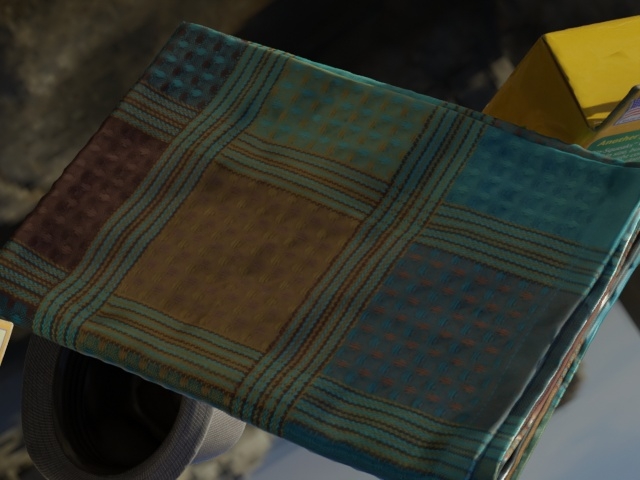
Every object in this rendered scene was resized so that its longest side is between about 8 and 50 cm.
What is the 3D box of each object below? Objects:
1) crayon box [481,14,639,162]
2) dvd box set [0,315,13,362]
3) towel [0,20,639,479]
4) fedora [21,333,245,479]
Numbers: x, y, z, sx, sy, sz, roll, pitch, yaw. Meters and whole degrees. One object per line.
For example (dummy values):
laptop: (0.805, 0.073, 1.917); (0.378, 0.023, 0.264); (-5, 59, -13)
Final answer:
crayon box: (0.205, -0.070, 1.295); (0.203, 0.083, 0.323); (-13, 158, -29)
dvd box set: (-0.342, 0.218, 1.166); (0.062, 0.420, 0.307); (20, 176, -32)
towel: (0.000, 0.000, 1.133); (0.271, 0.370, 0.040); (-55, 153, -30)
fedora: (-0.166, 0.146, 1.806); (0.275, 0.244, 0.124); (-14, 160, 42)
